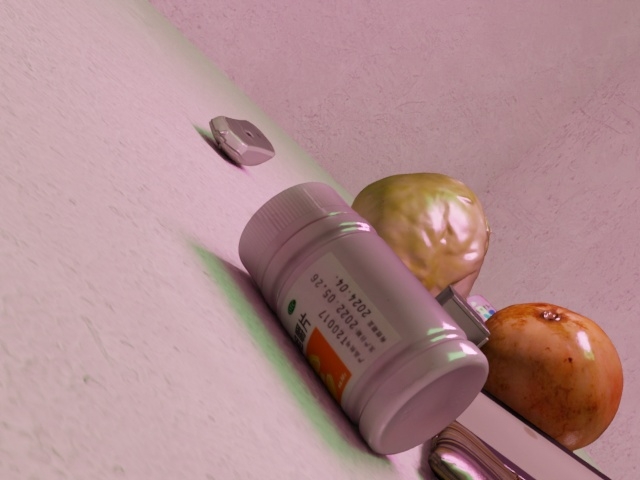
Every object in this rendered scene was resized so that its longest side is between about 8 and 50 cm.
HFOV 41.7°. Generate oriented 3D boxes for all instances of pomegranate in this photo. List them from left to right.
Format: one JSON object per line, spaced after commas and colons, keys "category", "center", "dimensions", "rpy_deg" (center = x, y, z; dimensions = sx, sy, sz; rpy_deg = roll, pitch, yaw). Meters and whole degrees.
{"category": "pomegranate", "center": [0.363, 0.242, 1.379], "dimensions": [0.229, 0.252, 0.271], "rpy_deg": [-45, 135, -59]}

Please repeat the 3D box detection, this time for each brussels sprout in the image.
{"category": "brussels sprout", "center": [0.172, 0.007, 1.587], "dimensions": [0.273, 0.317, 0.242], "rpy_deg": [28, -23, -9]}

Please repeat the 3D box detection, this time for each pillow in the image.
{"category": "pillow", "center": [0.196, 0.280, 0.905], "dimensions": [0.208, 0.052, 0.212], "rpy_deg": [44, 5, 5]}

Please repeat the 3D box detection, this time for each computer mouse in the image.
{"category": "computer mouse", "center": [-0.141, -0.165, 1.432], "dimensions": [0.089, 0.056, 0.181], "rpy_deg": [46, 14, 12]}

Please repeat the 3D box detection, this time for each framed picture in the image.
{"category": "framed picture", "center": [0.304, 0.304, 1.146], "dimensions": [0.347, 0.016, 0.265], "rpy_deg": [34, 12, 14]}

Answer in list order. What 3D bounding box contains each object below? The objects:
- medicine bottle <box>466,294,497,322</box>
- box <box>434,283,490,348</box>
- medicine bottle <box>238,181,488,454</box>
{"category": "medicine bottle", "center": [0.364, 0.249, 1.766], "dimensions": [0.254, 0.152, 0.152], "rpy_deg": [50, 7, 23]}
{"category": "box", "center": [0.181, 0.146, 1.284], "dimensions": [0.086, 0.129, 0.225], "rpy_deg": [48, 6, 5]}
{"category": "medicine bottle", "center": [0.034, 0.067, 0.797], "dimensions": [0.250, 0.133, 0.133], "rpy_deg": [52, 8, 32]}
